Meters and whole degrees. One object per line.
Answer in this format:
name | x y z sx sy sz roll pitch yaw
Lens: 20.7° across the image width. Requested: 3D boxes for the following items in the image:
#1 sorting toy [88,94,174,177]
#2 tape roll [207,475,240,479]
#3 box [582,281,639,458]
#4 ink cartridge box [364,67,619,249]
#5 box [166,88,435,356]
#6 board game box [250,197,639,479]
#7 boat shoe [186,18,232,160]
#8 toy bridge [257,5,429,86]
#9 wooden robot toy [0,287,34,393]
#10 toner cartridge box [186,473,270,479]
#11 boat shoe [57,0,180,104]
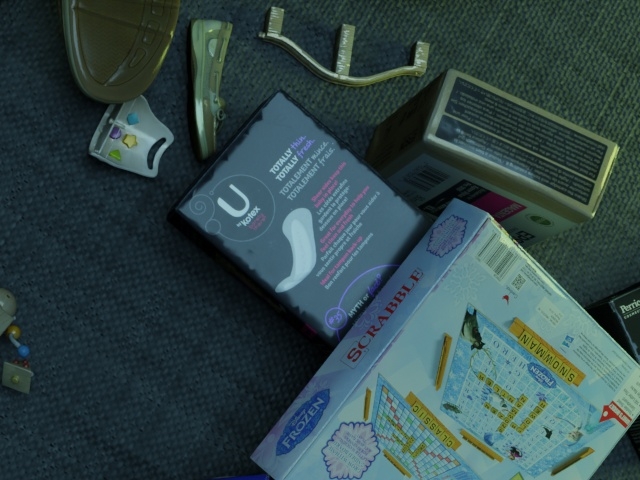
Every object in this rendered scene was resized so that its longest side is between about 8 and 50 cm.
sorting toy | -0.191 -0.102 1.798 0.075 0.045 0.083 30 72 -17
tape roll | -0.092 0.342 1.718 0.219 0.072 0.219 3 79 -16
box | 0.437 0.104 1.908 0.261 0.103 0.184 -23 89 -19
ink cartridge box | 0.164 -0.074 1.793 0.193 0.235 0.088 24 73 -10
box | 0.000 0.000 1.765 0.270 0.143 0.165 41 83 -5
board game box | 0.140 0.176 1.717 0.318 0.066 0.319 -51 124 -6
boat shoe | -0.113 -0.158 1.824 0.048 0.056 0.153 0 71 -12
toy bridge | 0.023 -0.201 1.887 0.188 0.026 0.063 11 77 -14
wooden robot toy | -0.334 0.073 1.718 0.173 0.076 0.079 40 36 -5
toner cartridge box | -0.113 0.394 1.605 0.165 0.075 0.347 -4 102 3
boat shoe | -0.218 -0.293 1.792 0.122 0.110 0.341 10 72 -30
